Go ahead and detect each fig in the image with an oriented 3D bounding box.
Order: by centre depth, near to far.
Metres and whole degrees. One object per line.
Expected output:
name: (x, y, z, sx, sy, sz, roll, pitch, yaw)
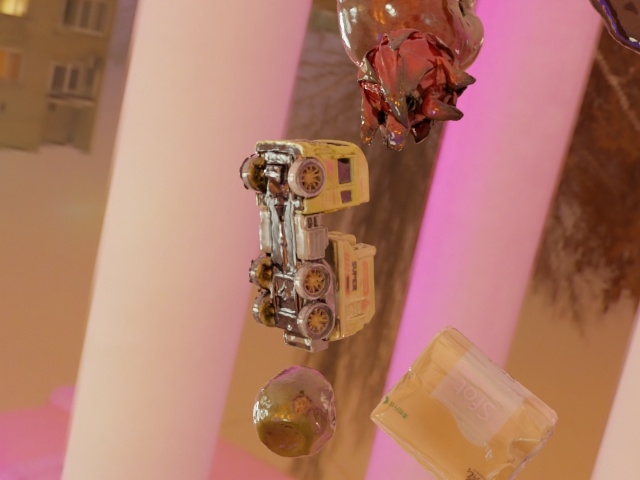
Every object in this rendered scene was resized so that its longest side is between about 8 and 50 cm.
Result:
fig: (-0.041, 0.285, 2.174, 0.144, 0.154, 0.165, 36, 173, 8)

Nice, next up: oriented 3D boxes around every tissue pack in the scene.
tissue pack: (0.210, 0.258, 1.906, 0.222, 0.186, 0.090, 42, -174, 13)

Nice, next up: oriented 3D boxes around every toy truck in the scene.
toy truck: (0.000, 0.000, 1.695, 0.157, 0.272, 0.124, -12, -167, -38)

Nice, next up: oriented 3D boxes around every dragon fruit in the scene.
dragon fruit: (0.103, -0.176, 1.511, 0.121, 0.130, 0.142, 6, -154, -10)

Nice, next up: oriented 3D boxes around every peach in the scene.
peach: (0.144, -0.372, 2.128, 0.252, 0.252, 0.252, 13, -167, -3)

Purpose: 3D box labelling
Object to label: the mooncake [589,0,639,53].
mooncake: (0.514, -0.397, 1.838, 0.283, 0.283, 0.141, 19, -147, 22)
